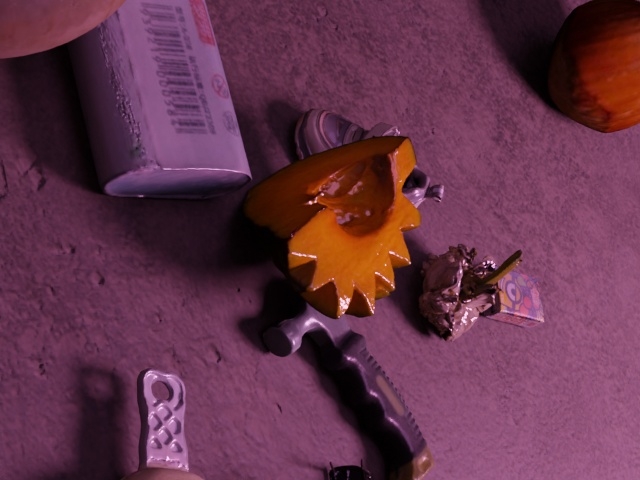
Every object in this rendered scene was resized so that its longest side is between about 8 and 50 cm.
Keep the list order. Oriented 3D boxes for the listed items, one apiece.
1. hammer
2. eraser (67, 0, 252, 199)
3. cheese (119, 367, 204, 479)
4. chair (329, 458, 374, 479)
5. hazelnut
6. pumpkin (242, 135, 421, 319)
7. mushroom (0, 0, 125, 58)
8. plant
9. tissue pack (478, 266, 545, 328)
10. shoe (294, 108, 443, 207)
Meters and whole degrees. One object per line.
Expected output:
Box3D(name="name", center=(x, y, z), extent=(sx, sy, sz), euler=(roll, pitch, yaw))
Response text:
Box3D(name="hammer", center=(0.046, 0.151, 1.575), extent=(0.159, 0.041, 0.226), euler=(-34, 93, -48))
Box3D(name="eraser", center=(-0.168, -0.159, 1.502), extent=(0.174, 0.081, 0.227), euler=(0, 70, -42))
Box3D(name="cheese", center=(-0.123, 0.244, 1.329), extent=(0.163, 0.071, 0.249), euler=(36, 46, -26))
Box3D(name="chair", center=(0.031, 0.245, 1.516), extent=(0.086, 0.042, 0.037), euler=(63, 17, -64))
Box3D(name="hazelnut", center=(0.407, -0.237, 2.044), extent=(0.210, 0.210, 0.186), euler=(20, 94, -37))
Box3D(name="pumpkin", center=(0.000, 0.000, 1.566), extent=(0.254, 0.149, 0.130), euler=(-45, 122, -47))
Box3D(name="mushroom", center=(-0.311, -0.336, 1.348), extent=(0.362, 0.294, 0.362), euler=(2, 85, -21))
Box3D(name="plant", center=(0.176, 0.054, 1.707), extent=(0.104, 0.122, 0.116), euler=(51, 33, -29))
Box3D(name="tissue pack", center=(0.229, 0.069, 1.811), extent=(0.083, 0.035, 0.063), euler=(18, 56, -41))
Box3D(name="shoe", center=(0.054, -0.083, 1.674), extent=(0.180, 0.092, 0.089), euler=(45, 43, -17))
